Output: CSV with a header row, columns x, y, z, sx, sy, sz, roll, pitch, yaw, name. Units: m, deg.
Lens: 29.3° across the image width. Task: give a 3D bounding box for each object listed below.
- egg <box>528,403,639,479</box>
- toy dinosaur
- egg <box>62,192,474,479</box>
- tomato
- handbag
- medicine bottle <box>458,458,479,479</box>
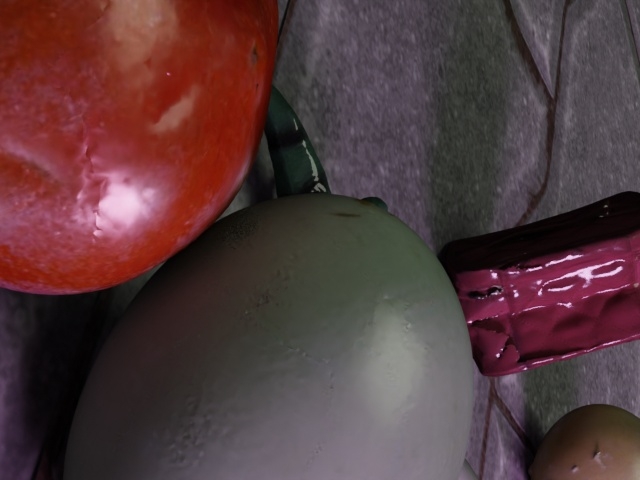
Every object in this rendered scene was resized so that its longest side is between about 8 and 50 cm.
x,y,z,sx,sy,sz,roll,pitch,yaw,name
0.307,0.277,1.331,0.164,0.164,0.201,-19,102,-62,egg
0.009,-0.003,0.928,0.120,0.079,0.291,-20,98,-58,toy dinosaur
-0.029,0.108,0.657,0.203,0.203,0.282,-5,120,-62,egg
-0.117,-0.085,0.594,0.232,0.189,0.231,19,68,-58,tomato
0.235,0.039,1.192,0.146,0.225,0.135,-76,150,-76,handbag
0.002,0.252,0.754,0.111,0.161,0.296,56,38,-41,medicine bottle
